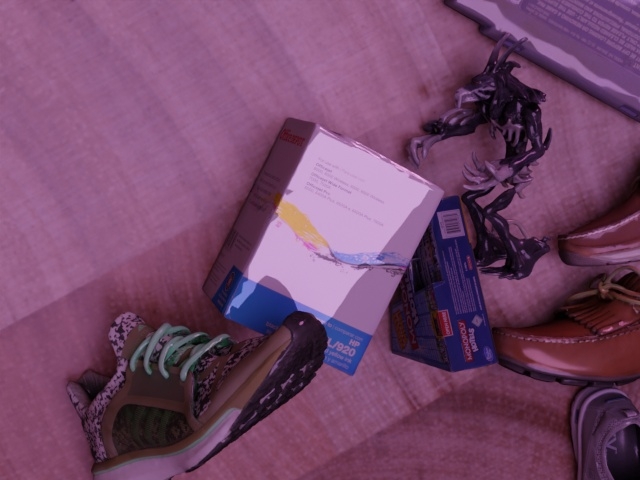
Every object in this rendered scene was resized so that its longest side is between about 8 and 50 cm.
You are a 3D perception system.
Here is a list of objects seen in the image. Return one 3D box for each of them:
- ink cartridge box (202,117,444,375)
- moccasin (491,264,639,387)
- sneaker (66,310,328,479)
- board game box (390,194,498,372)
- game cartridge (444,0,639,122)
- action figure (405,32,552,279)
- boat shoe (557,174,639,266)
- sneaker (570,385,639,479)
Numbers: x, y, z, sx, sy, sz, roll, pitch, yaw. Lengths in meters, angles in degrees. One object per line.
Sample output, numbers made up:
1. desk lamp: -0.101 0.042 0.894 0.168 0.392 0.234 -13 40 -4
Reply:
1. ink cartridge box: 0.000 0.000 1.620 0.168 0.171 0.232 26 92 -14
2. moccasin: 0.382 0.093 1.730 0.380 0.139 0.147 -6 98 -11
3. sneaker: -0.160 0.150 1.535 0.182 0.410 0.158 55 41 1
4. board game box: 0.125 0.065 1.662 0.060 0.194 0.194 -9 80 -17
5. game cartridge: 0.345 -0.292 1.711 0.355 0.068 0.230 27 95 -14
6. action figure: 0.190 -0.094 1.654 0.141 0.164 0.275 -11 107 -22
7. boat shoe: 0.426 -0.054 1.738 0.324 0.123 0.116 -19 94 -15
8. sneaker: 0.370 0.323 1.770 0.105 0.115 0.281 -16 101 -9
